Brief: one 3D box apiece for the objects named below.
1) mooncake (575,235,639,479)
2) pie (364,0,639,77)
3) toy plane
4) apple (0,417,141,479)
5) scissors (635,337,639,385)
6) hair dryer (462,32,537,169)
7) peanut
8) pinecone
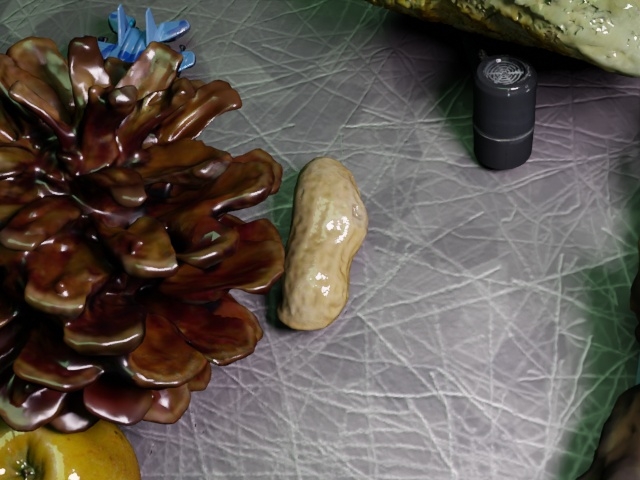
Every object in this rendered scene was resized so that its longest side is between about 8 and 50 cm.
[{"bbox_3d":[0.369,0.169,0.859,0.394,0.246,0.393,-30,84,-13],"label":"mooncake"},{"bbox_3d":[0.247,-0.303,1.130,0.418,0.180,0.395,33,32,23],"label":"pie"},{"bbox_3d":[-0.252,-0.188,1.241,0.169,0.078,0.246,9,71,12],"label":"toy plane"},{"bbox_3d":[-0.268,0.240,0.973,0.182,0.155,0.182,-2,61,3],"label":"apple"},{"bbox_3d":[0.382,-0.023,1.055,0.032,0.180,0.393,7,77,34],"label":"scissors"},{"bbox_3d":[0.204,-0.200,1.180,0.072,0.124,0.219,-8,46,0],"label":"hair dryer"},{"bbox_3d":[0.000,0.000,1.102,0.099,0.099,0.214,10,64,12],"label":"peanut"},{"bbox_3d":[-0.210,-0.015,0.951,0.398,0.397,0.397,-3,62,5],"label":"pinecone"}]
